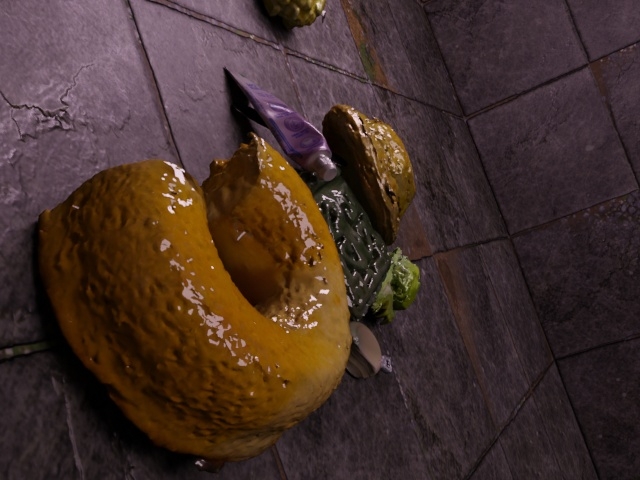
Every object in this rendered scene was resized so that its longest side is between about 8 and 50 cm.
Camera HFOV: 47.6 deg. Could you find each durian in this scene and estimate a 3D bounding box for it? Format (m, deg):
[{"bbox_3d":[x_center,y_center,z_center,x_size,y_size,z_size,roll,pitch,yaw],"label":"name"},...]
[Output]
[{"bbox_3d":[0.136,0.092,1.441,0.107,0.132,0.375,43,18,1],"label":"durian"}]

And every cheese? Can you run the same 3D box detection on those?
[{"bbox_3d":[0.085,0.211,1.317,0.171,0.048,0.092,51,31,-34],"label":"cheese"}]

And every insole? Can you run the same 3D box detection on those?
[{"bbox_3d":[-0.052,-0.188,1.286,0.232,0.003,0.080,26,22,-15],"label":"insole"}]

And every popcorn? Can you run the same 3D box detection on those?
[{"bbox_3d":[-0.050,-0.530,1.541,0.173,0.143,0.173,-3,90,-88],"label":"popcorn"}]

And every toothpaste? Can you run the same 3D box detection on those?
[{"bbox_3d":[-0.066,-0.202,1.230,0.075,0.048,0.301,-9,47,-39],"label":"toothpaste"}]

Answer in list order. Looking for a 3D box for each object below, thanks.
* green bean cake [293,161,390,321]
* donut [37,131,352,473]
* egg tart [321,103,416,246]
[{"bbox_3d":[0.000,0.000,1.229,0.254,0.132,0.241,63,29,-9],"label":"green bean cake"},{"bbox_3d":[-0.098,0.056,0.890,0.377,0.164,0.435,57,25,-3],"label":"donut"},{"bbox_3d":[0.101,-0.134,1.403,0.294,0.123,0.293,157,-90,-79],"label":"egg tart"}]
